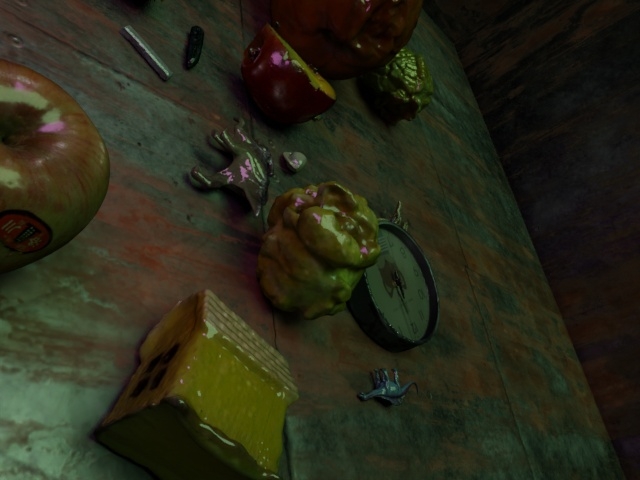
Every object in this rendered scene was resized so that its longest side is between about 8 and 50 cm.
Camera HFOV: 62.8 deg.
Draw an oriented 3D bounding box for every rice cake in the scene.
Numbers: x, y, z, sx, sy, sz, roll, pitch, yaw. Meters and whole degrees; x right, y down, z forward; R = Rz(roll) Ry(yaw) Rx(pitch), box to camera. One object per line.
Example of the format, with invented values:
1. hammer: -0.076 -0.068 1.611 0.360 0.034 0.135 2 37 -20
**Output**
1. rice cake: -0.333 -0.360 1.008 0.121 0.022 0.022 47 39 -16

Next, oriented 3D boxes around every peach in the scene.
1. peach: -0.073 -0.354 1.245 0.267 0.154 0.158 29 34 -54

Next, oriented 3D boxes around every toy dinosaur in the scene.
1. toy dinosaur: 0.147 0.313 1.120 0.198 0.045 0.080 10 69 -43
2. toy dinosaur: -0.151 -0.153 1.043 0.162 0.077 0.294 43 35 -26

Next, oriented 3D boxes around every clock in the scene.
1. clock: 0.178 0.105 1.277 0.325 0.067 0.324 27 50 -38

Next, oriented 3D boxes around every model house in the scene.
1. model house: -0.135 0.190 0.695 0.193 0.175 0.234 45 38 -22

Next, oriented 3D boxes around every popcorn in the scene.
1. popcorn: 0.000 0.000 0.985 0.235 0.242 0.250 45 32 -19
2. popcorn: 0.275 -0.541 1.826 0.257 0.224 0.270 64 25 -8

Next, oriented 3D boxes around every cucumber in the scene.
1. cucumber: -0.270 -0.412 1.127 0.032 0.032 0.133 33 40 -37

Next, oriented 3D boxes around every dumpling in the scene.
1. dumpling: -0.062 -0.189 1.234 0.059 0.043 0.077 39 50 -3

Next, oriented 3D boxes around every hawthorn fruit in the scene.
1. hawthorn fruit: 0.080 -0.665 1.444 0.472 0.472 0.471 35 40 -35

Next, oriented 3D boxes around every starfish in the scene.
1. starfish: 0.198 -0.018 1.443 0.176 0.053 0.208 45 40 -39

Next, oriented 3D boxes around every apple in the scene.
1. apple: -0.370 -0.079 0.565 0.261 0.194 0.260 33 40 -33

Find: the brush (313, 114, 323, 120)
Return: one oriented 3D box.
1. brush: 0.005 -0.378 1.504 0.051 0.014 0.164 57 31 -8
